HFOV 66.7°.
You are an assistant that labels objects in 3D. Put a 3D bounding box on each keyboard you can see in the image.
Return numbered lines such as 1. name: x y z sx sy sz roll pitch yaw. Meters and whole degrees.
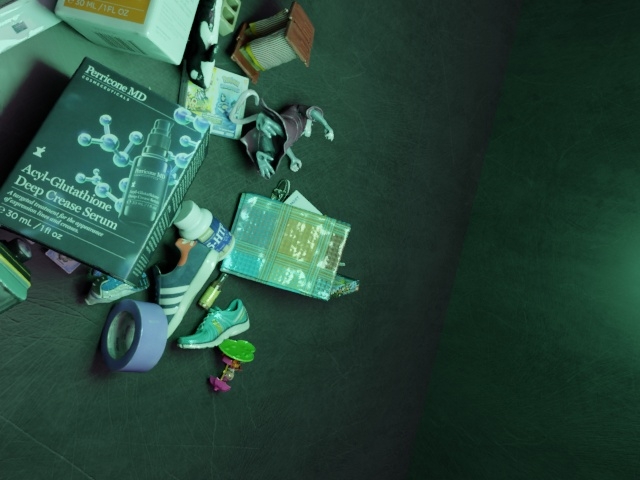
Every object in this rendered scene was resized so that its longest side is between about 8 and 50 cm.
1. keyboard: -0.649 -0.465 1.037 0.256 0.014 0.072 -47 137 -27

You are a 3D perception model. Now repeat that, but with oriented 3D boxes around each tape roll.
1. tape roll: -0.498 0.255 1.297 0.080 0.189 0.188 22 86 -48

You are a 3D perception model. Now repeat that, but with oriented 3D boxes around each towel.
1. towel: -0.114 0.019 1.563 0.040 0.371 0.271 128 -21 -88

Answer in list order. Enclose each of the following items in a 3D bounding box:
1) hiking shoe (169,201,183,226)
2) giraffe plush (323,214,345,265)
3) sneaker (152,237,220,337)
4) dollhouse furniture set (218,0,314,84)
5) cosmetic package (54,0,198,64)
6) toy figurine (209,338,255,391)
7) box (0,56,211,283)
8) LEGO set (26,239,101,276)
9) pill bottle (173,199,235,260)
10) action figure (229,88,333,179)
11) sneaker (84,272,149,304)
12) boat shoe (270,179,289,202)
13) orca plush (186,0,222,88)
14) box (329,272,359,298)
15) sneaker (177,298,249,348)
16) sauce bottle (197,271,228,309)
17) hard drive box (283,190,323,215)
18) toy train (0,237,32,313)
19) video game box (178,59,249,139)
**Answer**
1. hiking shoe: -0.410 -0.170 1.286 0.132 0.113 0.303 107 -1 -78
2. giraffe plush: 0.000 0.000 1.797 0.181 0.211 0.170 113 -9 -57
3. sneaker: -0.435 0.145 1.394 0.148 0.131 0.349 32 98 -9
4. dollhouse furniture set: -0.200 -0.621 1.306 0.374 0.202 0.152 40 50 -47
5. cosmetic package: -0.380 -0.655 1.074 0.161 0.230 0.452 19 87 -81
6. toy figurine: -0.310 0.432 1.648 0.159 0.130 0.173 -63 164 7
7. box: -0.464 -0.137 1.083 0.294 0.212 0.395 26 76 -10
8. LEGO set: -0.609 -0.025 1.209 0.182 0.060 0.244 -51 123 -22
9. pill bottle: -0.348 -0.029 1.431 0.112 0.112 0.186 -57 136 -18
10. action figure: -0.124 -0.353 1.548 0.276 0.248 0.370 43 37 -9
11. sneaker: -0.548 0.127 1.305 0.071 0.083 0.191 58 27 10
12. boat shoe: -0.147 -0.155 1.665 0.038 0.046 0.125 25 91 -53
13. orca plush: -0.311 -0.531 1.222 0.102 0.151 0.287 4 139 -24
14. box: 0.002 0.150 1.781 0.159 0.233 0.044 -8 107 -46
15. sneaker: -0.347 0.270 1.555 0.275 0.107 0.109 -23 108 -51
16. sauce bottle: -0.340 0.160 1.552 0.128 0.042 0.042 -56 136 -16
17. hard drive box: -0.060 -0.022 1.637 0.181 0.232 0.089 -47 177 -6
18. toy train: -0.732 0.113 0.947 0.334 0.190 0.142 -30 127 -11
19. video game box: -0.309 -0.401 1.405 0.205 0.048 0.186 1 99 -48
